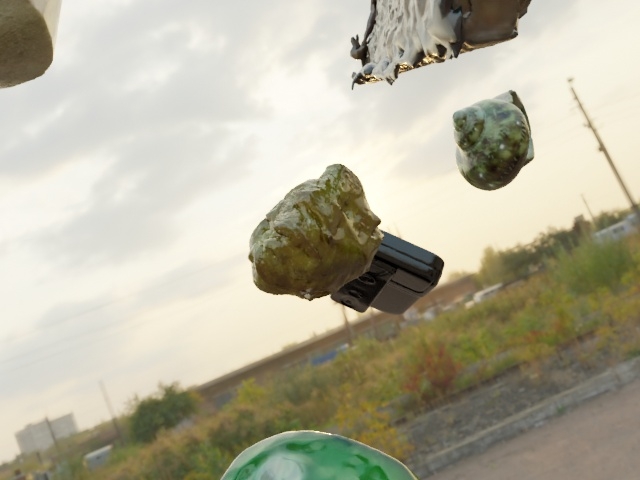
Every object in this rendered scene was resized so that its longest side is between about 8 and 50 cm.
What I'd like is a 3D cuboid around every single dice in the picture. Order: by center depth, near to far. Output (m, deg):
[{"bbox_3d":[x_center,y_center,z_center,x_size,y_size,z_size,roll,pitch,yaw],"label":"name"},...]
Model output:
[{"bbox_3d":[0.001,0.463,1.104,0.300,0.287,0.297,11,47,25],"label":"dice"}]

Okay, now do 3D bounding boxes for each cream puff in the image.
[{"bbox_3d":[0.000,0.000,0.467,0.083,0.058,0.083,-54,-23,15],"label":"cream puff"}]

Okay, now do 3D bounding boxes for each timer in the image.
[{"bbox_3d":[0.054,0.038,0.964,0.187,0.144,0.055,117,176,-69],"label":"timer"}]

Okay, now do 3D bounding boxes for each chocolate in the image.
[{"bbox_3d":[0.062,-0.143,0.482,0.065,0.102,0.329,0,8,-4],"label":"chocolate"}]

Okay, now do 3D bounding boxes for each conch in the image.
[{"bbox_3d":[0.280,-0.170,1.321,0.124,0.187,0.181,-1,-27,18],"label":"conch"}]

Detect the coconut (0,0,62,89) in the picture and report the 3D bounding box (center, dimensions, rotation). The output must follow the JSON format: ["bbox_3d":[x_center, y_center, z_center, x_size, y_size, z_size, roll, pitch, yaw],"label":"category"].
[{"bbox_3d":[-0.397,-0.281,0.873,0.239,0.244,0.239,0,-28,0],"label":"coconut"}]
